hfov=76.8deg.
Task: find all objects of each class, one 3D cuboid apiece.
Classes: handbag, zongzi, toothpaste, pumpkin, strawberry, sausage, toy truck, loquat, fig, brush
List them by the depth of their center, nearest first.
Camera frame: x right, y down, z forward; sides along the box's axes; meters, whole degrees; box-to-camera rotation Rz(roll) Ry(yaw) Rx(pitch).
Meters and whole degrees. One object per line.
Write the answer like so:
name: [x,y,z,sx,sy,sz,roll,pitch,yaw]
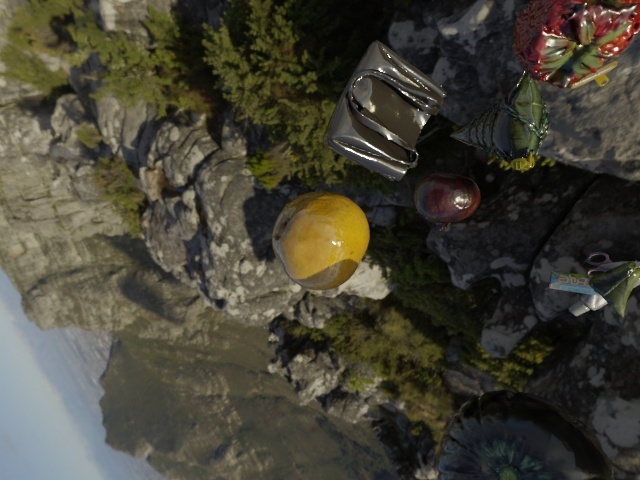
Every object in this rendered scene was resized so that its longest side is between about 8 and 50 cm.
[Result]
pumpkin: [0.246,0.289,0.498,0.202,0.201,0.140,17,169,42]
loquat: [0.000,0.000,0.847,0.208,0.208,0.208,28,133,35]
zongzi: [0.680,0.112,0.896,0.113,0.052,0.104,54,147,10]
strawberry: [0.594,-0.515,0.971,0.261,0.261,0.257,-41,45,53]
handbag: [0.169,-0.321,1.033,0.257,0.285,0.113,25,-179,-14]
toy truck: [0.529,-0.212,1.059,0.049,0.083,0.054,-1,94,41]
sausage: [0.738,-0.448,1.093,0.024,0.132,0.024,63,-174,-12]
brush: [0.833,-0.511,1.225,0.083,0.205,0.011,-46,52,35]
toothpaste: [0.843,0.130,1.286,0.194,0.070,0.044,8,153,26]
toothpaste: [1.040,0.184,1.468,0.282,0.099,0.068,-48,50,29]
fig: [0.467,-0.154,1.500,0.235,0.235,0.214,18,86,42]
zongzi: [0.658,-0.416,1.516,0.362,0.383,0.318,3,98,25]

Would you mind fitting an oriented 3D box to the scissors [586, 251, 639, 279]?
scissors: [0.818,0.070,1.094,0.176,0.022,0.085,-7,67,55]
